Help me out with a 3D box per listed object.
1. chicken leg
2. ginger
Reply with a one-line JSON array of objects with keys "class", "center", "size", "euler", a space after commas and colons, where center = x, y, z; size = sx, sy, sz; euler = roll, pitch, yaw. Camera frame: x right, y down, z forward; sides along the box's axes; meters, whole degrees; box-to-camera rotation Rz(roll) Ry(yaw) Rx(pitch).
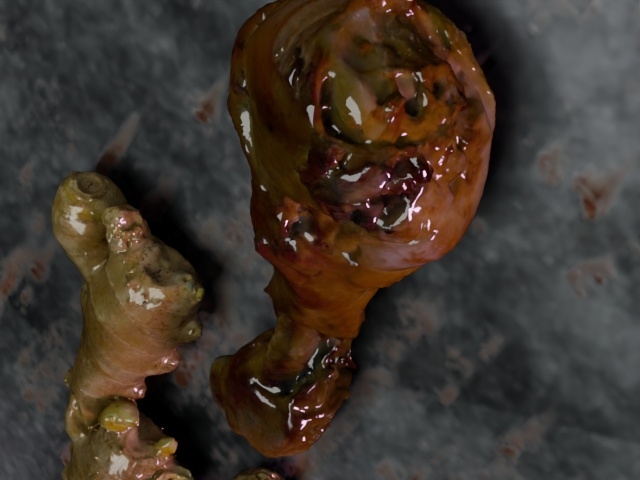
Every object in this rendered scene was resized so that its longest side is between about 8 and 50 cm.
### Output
[{"class": "chicken leg", "center": [0.003, 0.000, 0.733], "size": [0.107, 0.087, 0.251], "euler": [50, 144, 30]}, {"class": "ginger", "center": [-0.089, 0.077, 0.862], "size": [0.193, 0.052, 0.176], "euler": [48, 129, 5]}]
